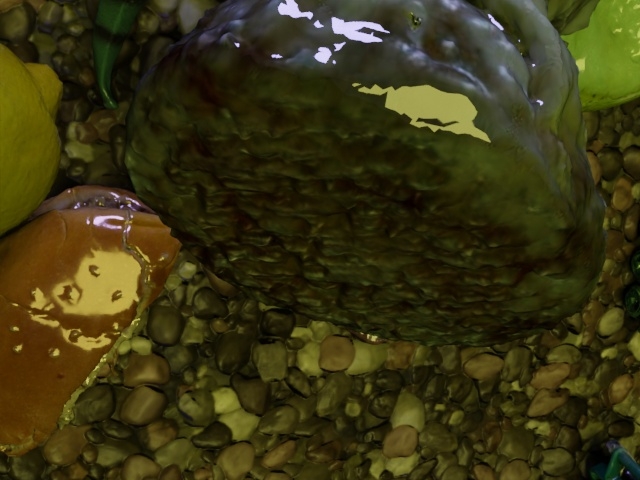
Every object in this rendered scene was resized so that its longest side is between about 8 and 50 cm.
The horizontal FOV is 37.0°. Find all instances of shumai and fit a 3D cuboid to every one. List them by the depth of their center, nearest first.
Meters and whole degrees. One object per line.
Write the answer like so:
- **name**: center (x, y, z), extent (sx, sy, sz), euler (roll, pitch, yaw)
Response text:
- **shumai**: center (0.051, -0.130, 0.779), extent (0.395, 0.395, 0.348), euler (23, 61, -24)

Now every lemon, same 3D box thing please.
- **lemon**: center (-0.328, -0.077, 0.794), extent (0.248, 0.184, 0.184), euler (-26, 113, -11)

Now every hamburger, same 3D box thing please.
- **hamburger**: center (-0.252, 0.066, 0.884), extent (0.156, 0.144, 0.283), euler (34, 96, -25)

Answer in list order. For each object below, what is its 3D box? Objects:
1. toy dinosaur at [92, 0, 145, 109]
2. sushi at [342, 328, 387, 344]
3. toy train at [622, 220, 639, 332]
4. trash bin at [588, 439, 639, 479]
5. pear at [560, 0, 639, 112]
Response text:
- **toy dinosaur**: center (-0.162, -0.269, 0.853), extent (0.079, 0.120, 0.292), euler (13, 126, -33)
- **sushi**: center (0.010, -0.017, 0.961), extent (0.241, 0.107, 0.161), euler (38, 86, -12)
- **toy train**: center (0.422, 0.038, 1.125), extent (0.074, 0.118, 0.176), euler (5, 103, -18)
- **trash bin**: center (0.298, 0.463, 1.144), extent (0.381, 0.259, 0.295), euler (-25, 113, -7)
- **pear**: center (0.232, -0.240, 0.952), extent (0.292, 0.159, 0.293), euler (-5, 110, -15)
